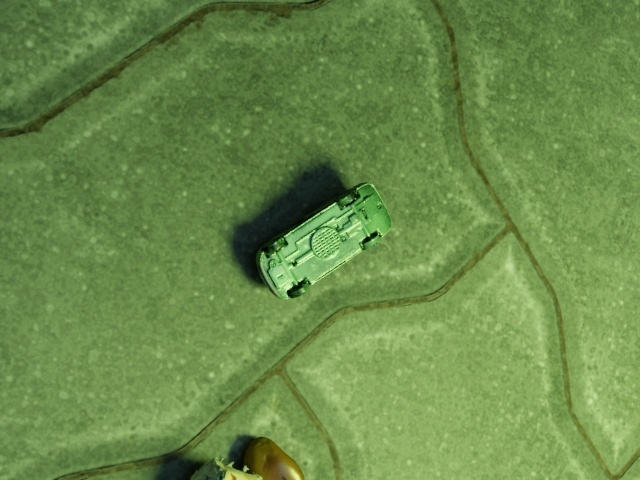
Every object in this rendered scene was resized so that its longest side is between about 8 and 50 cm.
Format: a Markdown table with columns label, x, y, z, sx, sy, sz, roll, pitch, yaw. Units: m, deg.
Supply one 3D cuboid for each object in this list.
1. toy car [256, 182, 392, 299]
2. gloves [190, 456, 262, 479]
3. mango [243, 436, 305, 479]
| label | x | y | z | sx | sy | sz | roll | pitch | yaw |
| --- | --- | --- | --- | --- | --- | --- | --- | --- | --- |
| toy car | 0.000 | 0.000 | 1.753 | 0.224 | 0.076 | 0.090 | -33 | 106 | -19 |
| gloves | -0.151 | 0.384 | 1.652 | 0.114 | 0.070 | 0.153 | 29 | 88 | -34 |
| mango | -0.069 | 0.340 | 1.708 | 0.080 | 0.060 | 0.114 | -23 | 100 | -10 |
